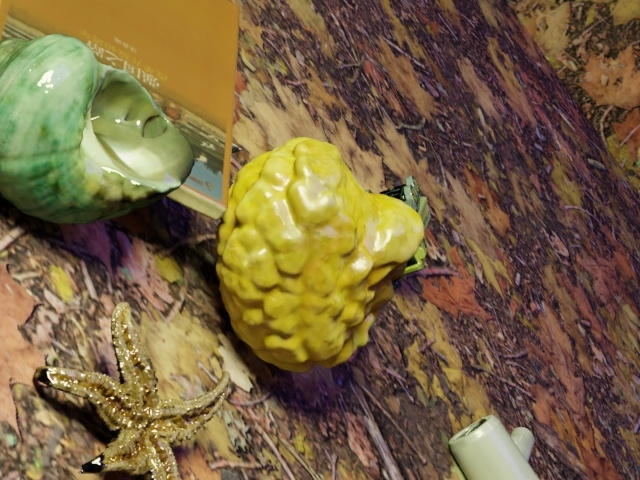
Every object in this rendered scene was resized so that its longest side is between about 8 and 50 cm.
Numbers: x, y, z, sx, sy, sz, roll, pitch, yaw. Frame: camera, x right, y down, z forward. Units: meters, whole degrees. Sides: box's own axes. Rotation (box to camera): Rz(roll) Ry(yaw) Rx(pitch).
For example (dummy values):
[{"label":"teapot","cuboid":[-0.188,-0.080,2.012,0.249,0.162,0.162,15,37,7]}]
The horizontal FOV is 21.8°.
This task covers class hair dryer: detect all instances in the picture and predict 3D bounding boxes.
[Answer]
[{"label":"hair dryer","cuboid":[0.233,0.260,2.034,0.131,0.073,0.236,58,19,0]}]

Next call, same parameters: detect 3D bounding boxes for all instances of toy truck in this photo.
[{"label":"toy truck","cuboid":[0.098,-0.008,2.084,0.169,0.077,0.100,-78,146,-65]}]

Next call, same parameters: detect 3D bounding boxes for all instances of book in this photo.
[{"label":"book","cuboid":[-0.197,-0.194,1.642,0.262,0.028,0.374,30,33,-21]}]

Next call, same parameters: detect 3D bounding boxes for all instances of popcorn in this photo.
[{"label":"popcorn","cuboid":[0.000,0.012,1.616,0.200,0.203,0.226,96,-9,-80]}]

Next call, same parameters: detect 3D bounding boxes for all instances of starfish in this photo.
[{"label":"starfish","cuboid":[-0.142,0.153,1.371,0.238,0.057,0.213,-7,75,-62]}]

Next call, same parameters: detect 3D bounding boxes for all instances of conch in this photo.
[{"label":"conch","cuboid":[-0.214,-0.096,1.420,0.176,0.122,0.188,-43,111,-35]}]

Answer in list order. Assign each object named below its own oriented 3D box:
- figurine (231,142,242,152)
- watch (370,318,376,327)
[{"label":"figurine","cuboid":[-0.123,-0.133,1.746,0.094,0.082,0.086,-173,-98,-68]},{"label":"watch","cuboid":[0.000,0.000,1.864,0.195,0.068,0.237,53,23,-18]}]
